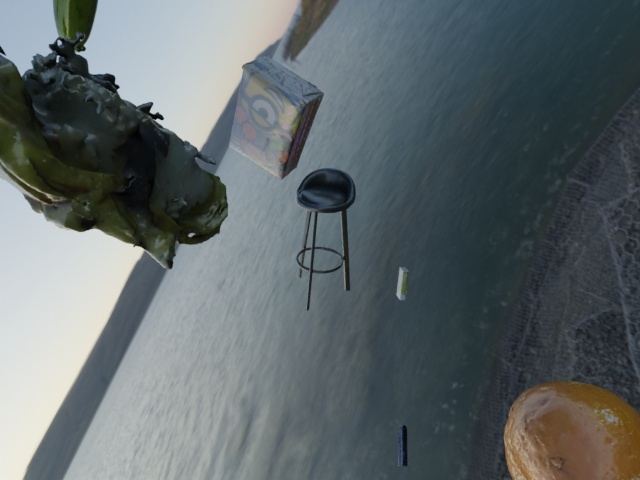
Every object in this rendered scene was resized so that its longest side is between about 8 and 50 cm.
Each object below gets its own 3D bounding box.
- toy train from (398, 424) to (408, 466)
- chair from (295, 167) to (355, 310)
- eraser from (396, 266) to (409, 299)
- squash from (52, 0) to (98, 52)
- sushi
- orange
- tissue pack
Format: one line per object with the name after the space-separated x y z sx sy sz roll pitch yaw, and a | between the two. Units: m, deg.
0.181 0.450 0.982 0.017 0.017 0.083 -34 41 46 | toy train
0.000 -0.001 0.735 0.095 0.104 0.222 -54 -28 -61 | chair
0.222 0.117 1.211 0.038 0.019 0.083 -121 34 -74 | eraser
-0.345 -0.369 0.633 0.066 0.066 0.201 -94 21 -61 | squash
-0.172 -0.068 0.371 0.131 0.139 0.291 -55 -27 -6 | sushi
0.313 0.264 0.535 0.193 0.161 0.194 -8 -90 -85 | orange
-0.072 -0.180 0.671 0.060 0.108 0.148 -46 -12 -42 | tissue pack
